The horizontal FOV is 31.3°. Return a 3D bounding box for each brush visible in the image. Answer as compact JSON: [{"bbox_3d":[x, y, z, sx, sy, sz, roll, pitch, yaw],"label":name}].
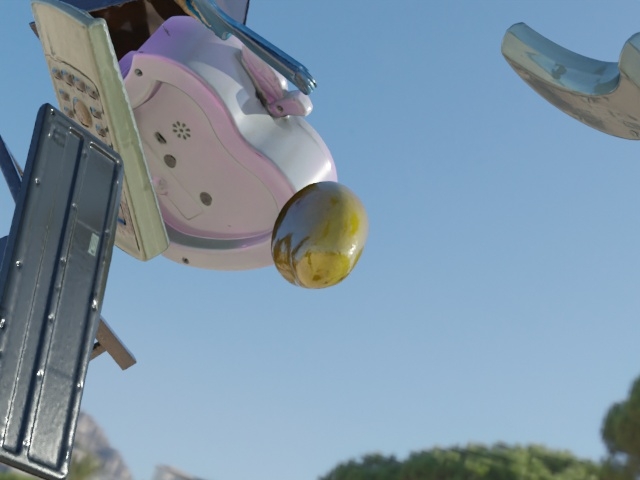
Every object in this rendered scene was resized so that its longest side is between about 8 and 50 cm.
[{"bbox_3d":[-0.050,-0.129,0.705,0.164,0.014,0.051,41,-6,43],"label":"brush"}]

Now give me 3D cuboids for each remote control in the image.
[{"bbox_3d":[-0.231,-0.114,1.177,0.123,0.038,0.285,29,-39,41],"label":"remote control"}]

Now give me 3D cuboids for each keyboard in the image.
[{"bbox_3d":[-0.189,-0.014,0.861,0.041,0.381,0.103,-7,-30,34],"label":"keyboard"}]

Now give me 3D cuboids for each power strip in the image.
[{"bbox_3d":[0.272,-0.148,1.068,0.137,0.044,0.216,41,-9,-32],"label":"power strip"}]

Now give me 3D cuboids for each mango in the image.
[{"bbox_3d":[0.000,0.000,1.037,0.076,0.103,0.161,35,9,-14],"label":"mango"}]

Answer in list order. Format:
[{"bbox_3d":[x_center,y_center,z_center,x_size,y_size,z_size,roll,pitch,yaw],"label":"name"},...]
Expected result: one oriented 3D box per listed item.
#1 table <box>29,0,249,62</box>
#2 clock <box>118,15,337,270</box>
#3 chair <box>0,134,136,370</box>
[{"bbox_3d":[-0.258,-0.368,1.740,0.250,0.282,0.196,-10,-43,18],"label":"table"},{"bbox_3d":[-0.146,-0.110,1.462,0.338,0.102,0.339,17,-46,18],"label":"clock"},{"bbox_3d":[-0.463,0.077,1.643,0.203,0.240,0.416,59,-6,34],"label":"chair"}]
